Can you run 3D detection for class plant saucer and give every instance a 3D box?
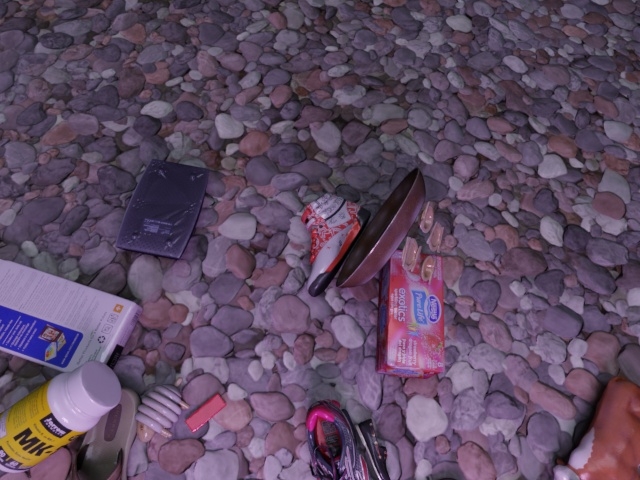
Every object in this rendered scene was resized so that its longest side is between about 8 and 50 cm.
[{"bbox_3d":[0.138,-0.017,0.897,0.050,0.310,0.311,33,67,-1],"label":"plant saucer"}]

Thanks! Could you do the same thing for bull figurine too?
[{"bbox_3d":[0.610,0.435,0.834,0.188,0.101,0.310,38,70,9],"label":"bull figurine"}]

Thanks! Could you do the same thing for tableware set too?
[{"bbox_3d":[0.216,0.010,0.842,0.020,0.168,0.141,11,75,38],"label":"tableware set"}]

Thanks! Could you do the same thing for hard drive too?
[{"bbox_3d":[-0.382,-0.076,1.020,0.171,0.054,0.255,10,65,0],"label":"hard drive"}]

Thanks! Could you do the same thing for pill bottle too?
[{"bbox_3d":[-0.490,0.322,0.763,0.208,0.119,0.119,-34,71,2],"label":"pill bottle"}]

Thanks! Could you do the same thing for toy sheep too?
[{"bbox_3d":[-0.317,0.336,0.821,0.091,0.091,0.132,24,52,7],"label":"toy sheep"}]

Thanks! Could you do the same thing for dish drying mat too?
[{"bbox_3d":[-0.239,0.359,0.855,0.083,0.008,0.032,-38,74,-20],"label":"dish drying mat"}]

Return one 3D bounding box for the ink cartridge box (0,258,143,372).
[{"bbox_3d":[-0.600,0.166,0.887,0.370,0.069,0.176,18,66,2],"label":"ink cartridge box"}]

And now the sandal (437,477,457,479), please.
[{"bbox_3d":[0.191,0.531,0.778,0.219,0.060,0.090,-21,68,-13],"label":"sandal"}]

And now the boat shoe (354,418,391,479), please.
[{"bbox_3d":[0.115,0.429,0.826,0.042,0.049,0.133,-22,64,-5],"label":"boat shoe"}]

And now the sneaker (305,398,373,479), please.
[{"bbox_3d":[0.039,0.452,0.762,0.120,0.112,0.299,-26,68,0],"label":"sneaker"}]

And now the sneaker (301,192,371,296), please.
[{"bbox_3d":[0.000,0.000,0.996,0.144,0.090,0.270,30,63,10],"label":"sneaker"}]

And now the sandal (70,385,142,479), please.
[{"bbox_3d":[-0.417,0.430,0.765,0.120,0.086,0.303,0,65,-4],"label":"sandal"}]

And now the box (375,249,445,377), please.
[{"bbox_3d":[0.197,0.165,0.911,0.122,0.128,0.257,7,64,-1],"label":"box"}]
